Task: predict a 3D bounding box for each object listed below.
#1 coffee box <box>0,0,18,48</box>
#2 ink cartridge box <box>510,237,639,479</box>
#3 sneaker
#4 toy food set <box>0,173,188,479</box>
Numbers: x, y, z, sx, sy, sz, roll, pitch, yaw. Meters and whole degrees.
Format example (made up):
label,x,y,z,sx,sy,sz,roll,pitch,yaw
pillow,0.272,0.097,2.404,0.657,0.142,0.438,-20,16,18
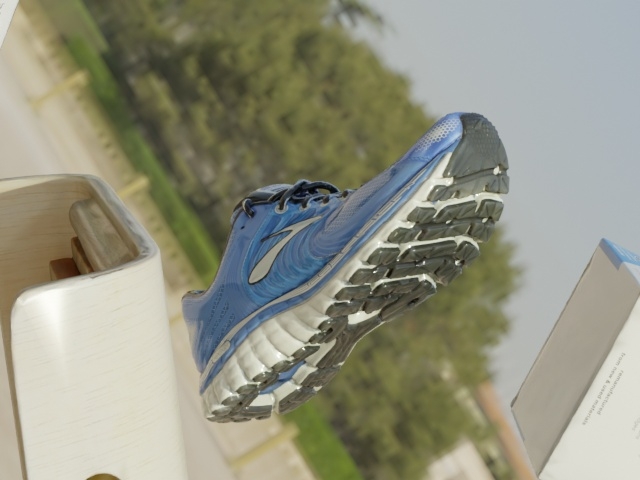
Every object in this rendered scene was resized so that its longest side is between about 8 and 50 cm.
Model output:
label,x,y,z,sx,sy,sz,roll,pitch,yaw
coffee box,-0.224,-0.229,1.138,0.118,0.297,0.168,25,-16,-28
ink cartridge box,0.296,0.136,1.541,0.232,0.168,0.171,26,11,-8
sneaker,0.000,0.000,1.487,0.129,0.330,0.147,3,53,-52
toy food set,-0.114,0.098,0.860,0.306,0.092,0.220,-142,-135,-74
